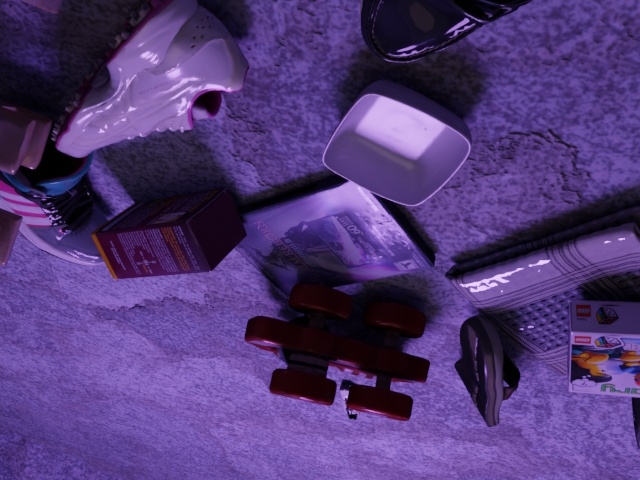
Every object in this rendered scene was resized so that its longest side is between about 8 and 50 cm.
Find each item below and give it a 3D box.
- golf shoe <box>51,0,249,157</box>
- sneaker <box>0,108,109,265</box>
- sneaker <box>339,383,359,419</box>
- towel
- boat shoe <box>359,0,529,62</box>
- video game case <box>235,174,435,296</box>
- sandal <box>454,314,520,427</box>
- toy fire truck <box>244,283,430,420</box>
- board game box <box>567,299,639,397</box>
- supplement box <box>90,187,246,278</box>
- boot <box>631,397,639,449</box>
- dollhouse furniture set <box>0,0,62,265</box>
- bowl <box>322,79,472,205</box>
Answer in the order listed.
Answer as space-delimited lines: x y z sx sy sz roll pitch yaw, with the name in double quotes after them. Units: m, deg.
-0.202 -0.157 0.738 0.140 0.115 0.306 34 142 -27 "golf shoe"
-0.362 -0.075 0.905 0.178 0.124 0.295 -4 139 40 "sneaker"
0.064 0.334 1.332 0.040 0.044 0.109 0 139 24 "sneaker"
0.389 0.088 0.875 0.312 0.056 0.324 39 137 -27 "towel"
0.138 -0.234 0.499 0.127 0.113 0.340 35 140 -24 "boat shoe"
0.000 0.000 0.936 0.274 0.026 0.196 -15 133 35 "video game case"
0.278 0.211 1.030 0.086 0.120 0.303 -22 148 -5 "sandal"
0.019 0.186 1.058 0.302 0.170 0.254 15 164 -13 "toy fire truck"
0.488 0.151 0.847 0.305 0.053 0.193 0 145 21 "board game box"
-0.215 -0.008 0.920 0.188 0.104 0.081 -6 117 31 "supplement box"
0.591 0.272 1.014 0.178 0.085 0.236 -5 145 23 "boot"
-0.434 -0.147 0.600 0.256 0.362 0.395 21 100 -8 "dollhouse furniture set"
0.088 -0.114 0.728 0.142 0.053 0.142 25 143 -11 "bowl"
